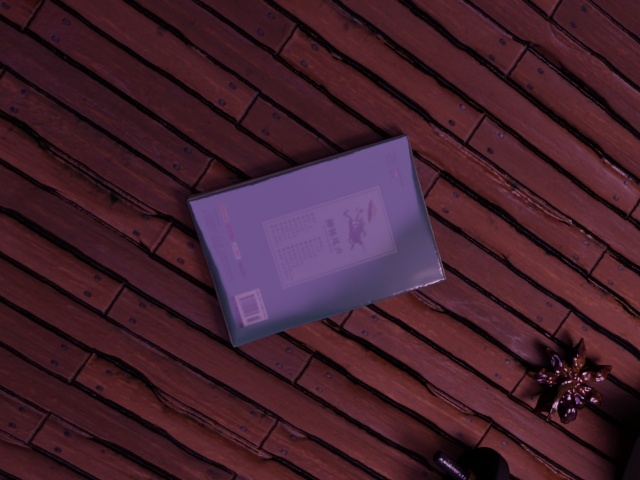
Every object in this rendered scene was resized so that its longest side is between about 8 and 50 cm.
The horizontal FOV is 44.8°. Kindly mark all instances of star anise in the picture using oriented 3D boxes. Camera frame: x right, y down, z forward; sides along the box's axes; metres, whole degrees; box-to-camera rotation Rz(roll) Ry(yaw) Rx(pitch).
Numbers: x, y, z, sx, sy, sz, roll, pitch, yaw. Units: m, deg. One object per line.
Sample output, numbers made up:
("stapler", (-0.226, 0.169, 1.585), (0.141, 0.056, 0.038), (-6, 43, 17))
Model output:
("star anise", (0.440, 0.249, 1.373), (0.168, 0.057, 0.167), (-1, 93, -16))

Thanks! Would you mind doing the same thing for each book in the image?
("book", (0.000, 0.000, 1.275), (0.380, 0.031, 0.264), (-16, 102, -6))

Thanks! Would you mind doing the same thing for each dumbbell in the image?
("dumbbell", (0.314, 0.466, 1.343), (0.325, 0.143, 0.143), (41, 91, -13))

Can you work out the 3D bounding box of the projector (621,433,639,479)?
("projector", (0.647, 0.412, 1.358), (0.198, 0.108, 0.250), (-12, 132, -6))
